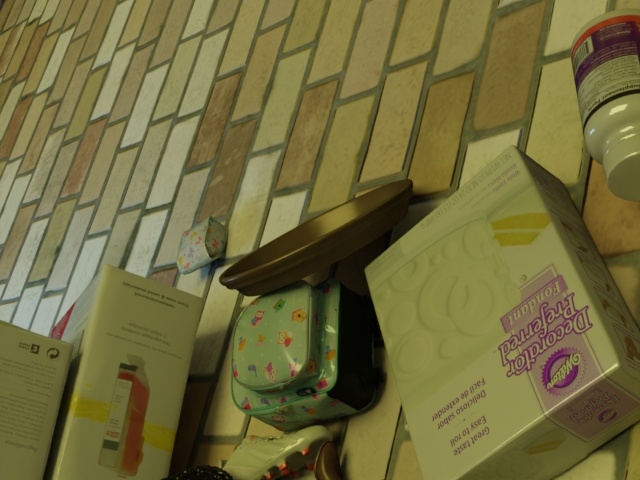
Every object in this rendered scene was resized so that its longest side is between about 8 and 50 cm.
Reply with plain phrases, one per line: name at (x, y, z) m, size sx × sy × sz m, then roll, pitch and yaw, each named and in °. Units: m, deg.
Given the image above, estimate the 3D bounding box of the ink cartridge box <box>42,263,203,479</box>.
ink cartridge box at (-0.320, 0.273, 1.529) m, size 0.279 × 0.160 × 0.385 m, roll -39°, pitch 36°, yaw 51°

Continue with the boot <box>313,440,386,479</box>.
boot at (0.041, 0.278, 1.221) m, size 0.114 × 0.037 × 0.107 m, roll -21°, pitch 62°, yaw 47°

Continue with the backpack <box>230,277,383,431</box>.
backpack at (-0.033, 0.146, 1.329) m, size 0.188 × 0.144 × 0.166 m, roll -30°, pitch 48°, yaw 39°

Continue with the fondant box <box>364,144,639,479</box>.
fondant box at (0.189, 0.090, 1.128) m, size 0.238 × 0.096 × 0.330 m, roll -41°, pitch 39°, yaw 24°

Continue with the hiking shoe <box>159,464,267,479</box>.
hiking shoe at (-0.123, 0.344, 1.293) m, size 0.226 × 0.086 × 0.114 m, roll 1°, pitch 99°, yaw 43°

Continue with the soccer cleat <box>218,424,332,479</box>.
soccer cleat at (-0.065, 0.268, 1.333) m, size 0.196 × 0.068 × 0.076 m, roll -39°, pitch 56°, yaw 32°

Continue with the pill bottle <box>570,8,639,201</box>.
pill bottle at (0.327, -0.140, 1.119) m, size 0.108 × 0.108 × 0.194 m, roll -30°, pitch 44°, yaw 36°

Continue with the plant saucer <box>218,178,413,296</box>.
plant saucer at (0.000, 0.000, 1.363) m, size 0.277 × 0.041 × 0.278 m, roll -28°, pitch 6°, yaw 3°

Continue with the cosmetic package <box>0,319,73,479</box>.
cosmetic package at (-0.458, 0.318, 1.380) m, size 0.217 × 0.156 × 0.385 m, roll -41°, pitch 34°, yaw 50°

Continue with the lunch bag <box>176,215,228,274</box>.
lunch bag at (-0.190, 0.014, 1.711) m, size 0.071 × 0.053 × 0.083 m, roll -30°, pitch 33°, yaw 32°
